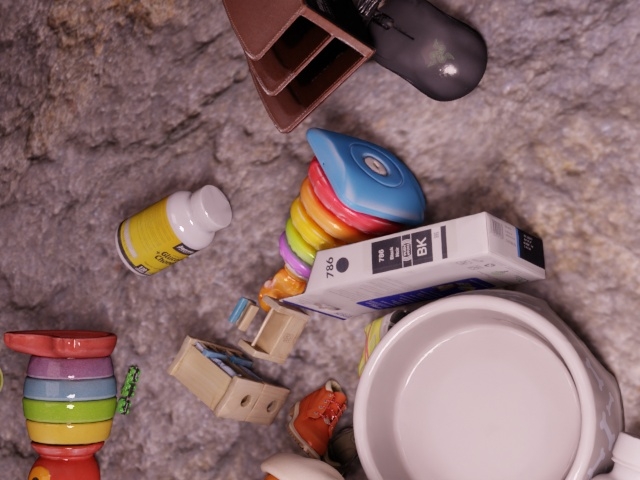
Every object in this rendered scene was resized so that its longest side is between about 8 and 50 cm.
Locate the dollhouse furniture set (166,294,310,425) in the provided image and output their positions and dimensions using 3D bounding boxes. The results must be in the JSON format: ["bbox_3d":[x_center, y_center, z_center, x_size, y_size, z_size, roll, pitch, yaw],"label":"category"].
[{"bbox_3d":[-0.106,0.160,1.830,0.129,0.129,0.183,34,97,38],"label":"dollhouse furniture set"}]

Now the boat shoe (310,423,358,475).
[{"bbox_3d":[0.018,0.306,1.742,0.152,0.049,0.056,-48,68,18],"label":"boat shoe"}]

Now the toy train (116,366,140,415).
[{"bbox_3d":[-0.319,0.248,2.037,0.024,0.017,0.083,13,86,49],"label":"toy train"}]

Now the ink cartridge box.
[{"bbox_3d":[0.120,0.040,1.668,0.333,0.165,0.065,-15,69,32],"label":"ink cartridge box"}]

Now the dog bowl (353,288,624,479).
[{"bbox_3d":[0.199,0.225,1.546,0.349,0.102,0.348,-4,78,21],"label":"dog bowl"}]

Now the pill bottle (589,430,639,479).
[{"bbox_3d":[0.358,0.353,1.422,0.136,0.136,0.245,17,88,39],"label":"pill bottle"}]

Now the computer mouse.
[{"bbox_3d":[0.125,-0.294,1.813,0.272,0.072,0.188,34,98,38],"label":"computer mouse"}]

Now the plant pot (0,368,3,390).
[{"bbox_3d":[-0.634,0.258,2.239,0.079,0.083,0.083,-22,65,44],"label":"plant pot"}]

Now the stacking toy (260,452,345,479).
[{"bbox_3d":[-0.063,0.528,1.471,0.351,0.350,0.480,31,73,38],"label":"stacking toy"}]

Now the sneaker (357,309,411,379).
[{"bbox_3d":[0.093,0.203,1.710,0.094,0.081,0.208,-8,74,55],"label":"sneaker"}]

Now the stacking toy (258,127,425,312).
[{"bbox_3d":[0.000,0.000,1.794,0.302,0.166,0.175,-53,43,27],"label":"stacking toy"}]

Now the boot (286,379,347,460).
[{"bbox_3d":[0.000,0.250,1.731,0.085,0.059,0.158,-39,16,11],"label":"boot"}]

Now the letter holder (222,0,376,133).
[{"bbox_3d":[-0.078,-0.342,1.892,0.214,0.152,0.302,-43,44,24],"label":"letter holder"}]

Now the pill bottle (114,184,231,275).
[{"bbox_3d":[-0.236,-0.020,1.990,0.184,0.103,0.103,-26,63,30],"label":"pill bottle"}]

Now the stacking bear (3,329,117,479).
[{"bbox_3d":[-0.414,0.296,2.009,0.175,0.164,0.289,2,90,31],"label":"stacking bear"}]
